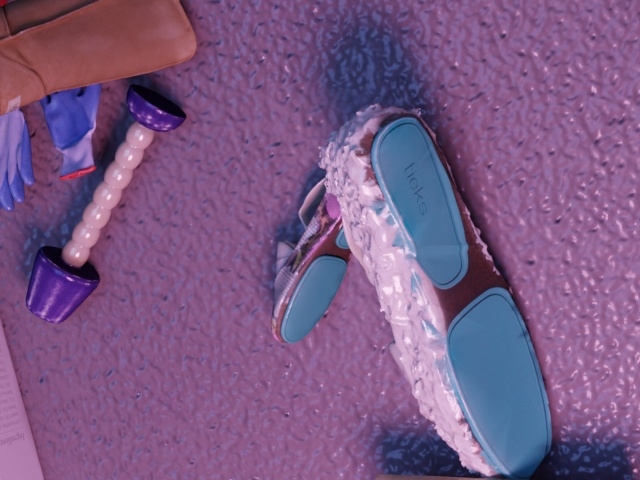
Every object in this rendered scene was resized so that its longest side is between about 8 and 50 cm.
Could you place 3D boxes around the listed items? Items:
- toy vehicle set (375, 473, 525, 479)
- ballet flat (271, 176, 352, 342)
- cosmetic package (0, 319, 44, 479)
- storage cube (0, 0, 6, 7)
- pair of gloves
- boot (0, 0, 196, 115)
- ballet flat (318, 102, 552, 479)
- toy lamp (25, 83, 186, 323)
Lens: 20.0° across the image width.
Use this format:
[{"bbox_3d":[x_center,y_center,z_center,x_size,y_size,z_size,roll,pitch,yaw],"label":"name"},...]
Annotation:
[{"bbox_3d":[0.195,0.307,1.809,0.266,0.035,0.166,0,130,21],"label":"toy vehicle set"},{"bbox_3d":[0.000,0.000,1.902,0.079,0.077,0.221,36,101,34],"label":"ballet flat"},{"bbox_3d":[-0.449,0.277,2.040,0.230,0.161,0.453,-17,88,21],"label":"cosmetic package"},{"bbox_3d":[-0.474,-0.341,1.994,0.183,0.193,0.215,-2,92,21],"label":"storage cube"},{"bbox_3d":[-0.315,-0.122,2.000,0.198,0.023,0.159,-20,67,32],"label":"pair of gloves"},{"bbox_3d":[-0.296,-0.248,1.897,0.089,0.269,0.236,-34,84,55],"label":"boot"},{"bbox_3d":[0.110,0.054,1.822,0.147,0.147,0.409,-17,101,21],"label":"ballet flat"},{"bbox_3d":[-0.239,-0.034,1.985,0.080,0.080,0.275,36,104,16],"label":"toy lamp"}]
